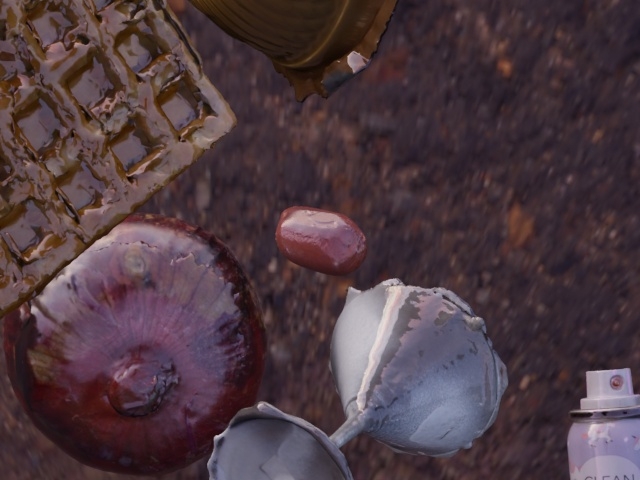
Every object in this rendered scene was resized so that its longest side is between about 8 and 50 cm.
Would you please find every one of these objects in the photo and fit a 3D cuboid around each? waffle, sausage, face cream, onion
[{"bbox_3d":[-0.214,-0.070,1.130,0.308,0.091,0.213,-42,108,-32],"label":"waffle"},{"bbox_3d":[0.000,0.000,1.807,0.094,0.054,0.059,16,47,27],"label":"sausage"},{"bbox_3d":[0.232,0.214,1.457,0.075,0.075,0.229,-5,85,-4],"label":"face cream"},{"bbox_3d":[-0.164,0.095,1.673,0.246,0.190,0.246,0,112,-1],"label":"onion"}]

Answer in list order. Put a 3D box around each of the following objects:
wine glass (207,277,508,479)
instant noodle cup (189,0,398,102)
[{"bbox_3d":[0.016,0.104,1.065,0.122,0.122,0.183,42,33,11],"label":"wine glass"},{"bbox_3d":[-0.037,-0.207,0.936,0.091,0.274,0.274,-1,70,-21],"label":"instant noodle cup"}]
